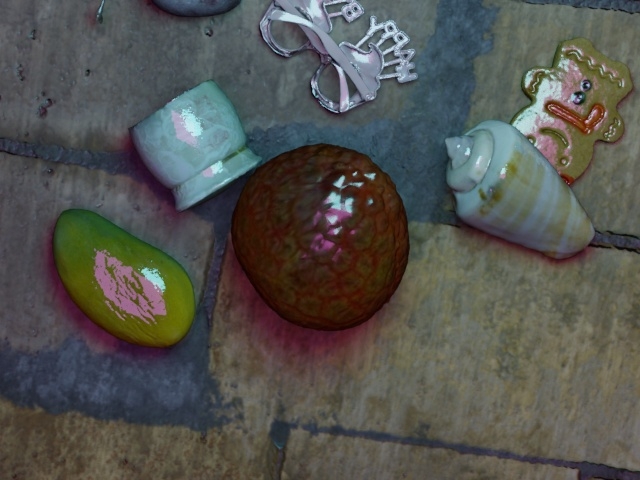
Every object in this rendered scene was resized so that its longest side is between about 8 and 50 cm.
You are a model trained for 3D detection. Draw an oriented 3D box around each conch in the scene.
[{"bbox_3d":[0.269,-0.058,1.869,0.255,0.127,0.158,35,114,-3],"label":"conch"}]

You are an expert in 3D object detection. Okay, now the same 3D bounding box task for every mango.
[{"bbox_3d":[-0.282,0.059,1.897,0.237,0.091,0.137,30,87,2],"label":"mango"}]

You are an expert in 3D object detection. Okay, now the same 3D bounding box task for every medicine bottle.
[{"bbox_3d":[-0.170,-0.128,1.859,0.147,0.147,0.143,-31,97,0],"label":"medicine bottle"}]

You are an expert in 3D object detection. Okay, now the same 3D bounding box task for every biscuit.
[{"bbox_3d":[0.346,-0.173,1.928,0.166,0.036,0.226,34,92,-4],"label":"biscuit"}]

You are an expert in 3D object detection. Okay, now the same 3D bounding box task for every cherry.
[{"bbox_3d":[-0.192,-0.342,1.874,0.148,0.115,0.188,23,102,-41],"label":"cherry"}]

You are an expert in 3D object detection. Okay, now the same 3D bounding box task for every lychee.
[{"bbox_3d":[0.000,0.000,1.839,0.255,0.300,0.255,9,65,-20],"label":"lychee"}]

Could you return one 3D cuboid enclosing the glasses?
[{"bbox_3d":[0.022,-0.296,1.884,0.162,0.095,0.255,-42,96,-7],"label":"glasses"}]
